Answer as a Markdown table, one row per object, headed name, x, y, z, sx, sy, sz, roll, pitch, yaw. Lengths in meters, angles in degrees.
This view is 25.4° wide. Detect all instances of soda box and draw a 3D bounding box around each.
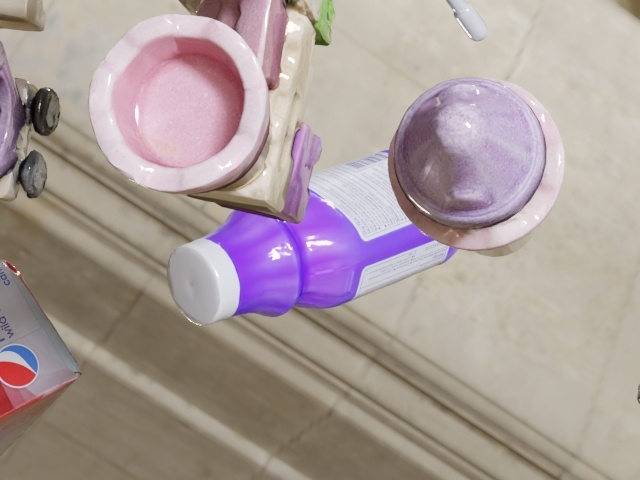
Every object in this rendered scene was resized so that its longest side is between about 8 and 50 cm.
| name | x | y | z | sx | sy | sz | roll | pitch | yaw |
| --- | --- | --- | --- | --- | --- | --- | --- | --- | --- |
| soda box | -0.242 | 0.106 | 0.875 | 0.092 | 0.083 | 0.263 | -28 | 172 | -35 |

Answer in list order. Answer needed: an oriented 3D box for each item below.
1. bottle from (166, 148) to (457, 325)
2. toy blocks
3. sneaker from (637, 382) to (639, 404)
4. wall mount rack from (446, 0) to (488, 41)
| name | x | y | z | sx | sy | sz | roll | pitch | yaw |
| --- | --- | --- | --- | --- | --- | --- | --- | --- | --- |
| bottle | 0.000 | 0.000 | 1.194 | 0.283 | 0.118 | 0.092 | -21 | 135 | -42 |
| toy blocks | -0.045 | -0.149 | 0.547 | 0.260 | 0.309 | 0.288 | 34 | 65 | -77 |
| sneaker | 0.431 | 0.082 | 1.318 | 0.282 | 0.099 | 0.153 | -11 | -115 | 31 |
| wall mount rack | 0.120 | -0.254 | 1.028 | 0.350 | 0.130 | 0.304 | -19 | 171 | 32 |
